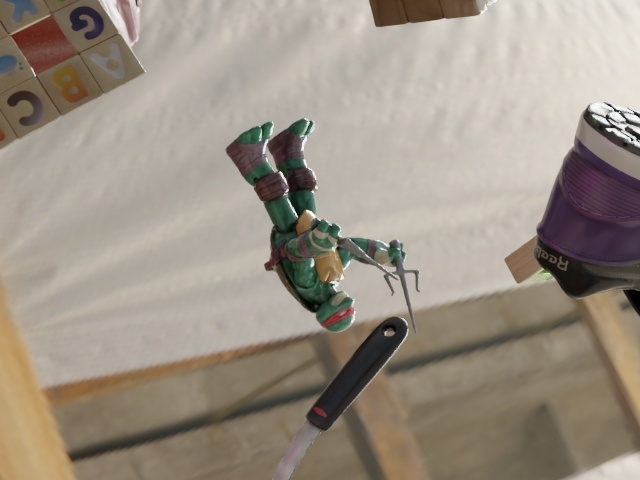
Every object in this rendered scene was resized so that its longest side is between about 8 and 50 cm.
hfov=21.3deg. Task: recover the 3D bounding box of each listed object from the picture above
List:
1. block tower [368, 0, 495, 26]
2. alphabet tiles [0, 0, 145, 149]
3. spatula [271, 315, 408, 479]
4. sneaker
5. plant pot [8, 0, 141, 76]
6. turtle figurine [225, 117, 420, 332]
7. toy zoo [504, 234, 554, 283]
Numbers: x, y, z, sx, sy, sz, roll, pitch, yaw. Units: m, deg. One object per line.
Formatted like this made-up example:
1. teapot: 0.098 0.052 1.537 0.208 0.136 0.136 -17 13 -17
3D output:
1. block tower: 0.135 -0.258 1.293 0.335 0.097 0.091 -40 -58 -48
2. alphabet tiles: -0.288 -0.159 1.330 0.237 0.009 0.198 -31 -97 -22
3. spatula: -0.016 0.184 1.500 0.084 0.296 0.030 32 169 32
4. sneaker: 0.257 -0.003 1.123 0.283 0.124 0.107 11 -156 -31
5. plant pot: -0.324 -0.247 1.625 0.272 0.265 0.273 -5 -90 -81
6. turtle figurine: 0.000 0.000 1.624 0.234 0.118 0.175 62 -167 9
7. toy zoo: 0.324 -0.027 1.623 0.293 0.192 0.030 -4 -118 -52
